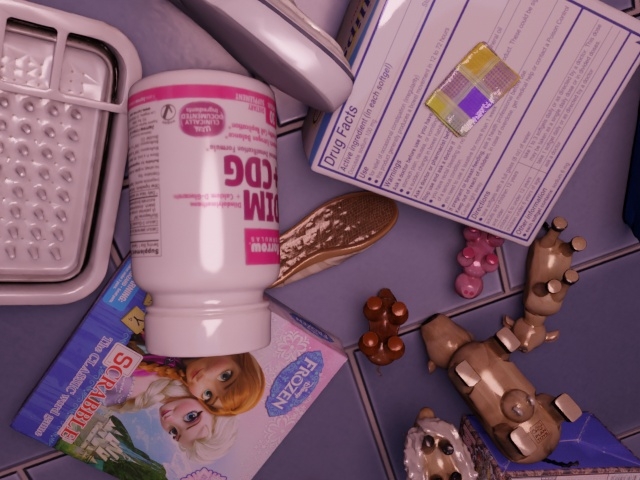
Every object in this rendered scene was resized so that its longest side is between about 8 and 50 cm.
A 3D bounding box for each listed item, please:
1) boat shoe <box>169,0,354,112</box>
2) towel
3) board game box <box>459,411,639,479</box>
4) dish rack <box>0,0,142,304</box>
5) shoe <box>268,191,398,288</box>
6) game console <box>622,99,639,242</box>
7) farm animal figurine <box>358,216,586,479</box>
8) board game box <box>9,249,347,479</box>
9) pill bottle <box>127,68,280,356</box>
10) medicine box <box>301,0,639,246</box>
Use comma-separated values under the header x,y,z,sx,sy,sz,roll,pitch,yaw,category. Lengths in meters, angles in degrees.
x,y,z,sx,sy,sz,roll,pitch,yaw,category
-0.082,-0.288,0.567,0.367,0.136,0.156,41,89,13,boat shoe
0.152,-0.150,0.572,0.060,0.009,0.083,38,107,-22,towel
0.333,0.434,0.896,0.232,0.141,0.291,2,107,-10,board game box
-0.363,-0.093,0.615,0.285,0.072,0.333,4,108,-36,dish rack
0.000,0.000,0.755,0.219,0.058,0.076,-25,79,-5,shoe
0.505,-0.145,0.730,0.173,0.250,0.293,4,109,18,game console
0.225,0.149,0.766,0.330,0.172,0.327,-19,68,-3,farm animal figurine
-0.183,0.190,0.774,0.318,0.066,0.319,34,99,-17,board game box
-0.124,-0.025,0.624,0.160,0.160,0.283,-2,89,-9,pill bottle
0.159,-0.173,0.650,0.289,0.149,0.263,18,113,-14,medicine box
